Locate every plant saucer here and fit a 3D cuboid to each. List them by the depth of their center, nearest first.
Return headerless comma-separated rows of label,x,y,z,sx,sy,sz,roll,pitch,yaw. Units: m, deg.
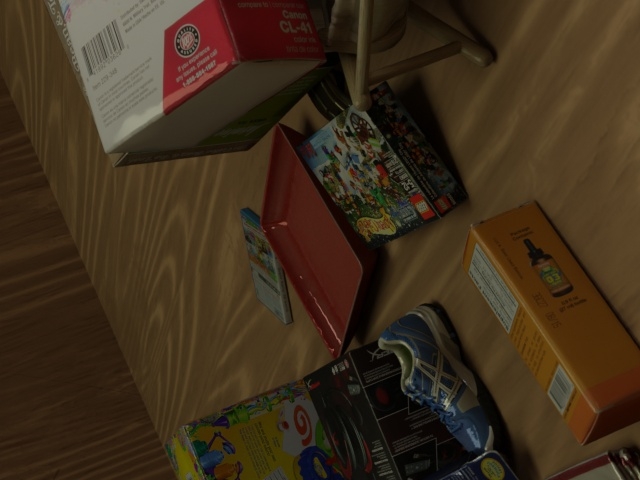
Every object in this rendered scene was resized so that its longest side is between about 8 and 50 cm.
plant saucer,0.000,0.000,1.906,0.258,0.048,0.259,60,158,27

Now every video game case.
video game case,-0.088,0.041,2.220,0.119,0.015,0.166,38,143,57

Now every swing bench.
swing bench,0.050,-0.311,1.312,0.254,0.165,0.253,56,157,34

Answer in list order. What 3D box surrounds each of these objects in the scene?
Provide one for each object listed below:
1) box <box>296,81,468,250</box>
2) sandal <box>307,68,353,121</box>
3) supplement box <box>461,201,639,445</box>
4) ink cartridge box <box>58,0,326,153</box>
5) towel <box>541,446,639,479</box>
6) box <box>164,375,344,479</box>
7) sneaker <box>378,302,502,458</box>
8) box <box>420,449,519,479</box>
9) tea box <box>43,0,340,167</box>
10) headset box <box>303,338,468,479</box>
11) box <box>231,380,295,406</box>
box,0.066,-0.081,1.604,0.159,0.044,0.233,55,160,-2
sandal,0.032,-0.170,1.674,0.180,0.049,0.072,49,161,14
supplement box,0.228,0.077,1.337,0.233,0.078,0.080,60,161,27
ink cartridge box,-0.150,-0.267,1.362,0.226,0.131,0.306,-27,76,43
towel,0.333,0.382,1.413,0.237,0.037,0.329,123,127,-68
box,-0.034,0.364,1.993,0.290,0.279,0.177,67,160,11
sneaker,0.143,0.181,1.648,0.211,0.081,0.080,60,156,21
box,0.158,0.340,1.625,0.225,0.036,0.136,-34,96,26
tea box,-0.148,-0.310,1.610,0.323,0.220,0.329,-39,69,44
headset box,0.105,0.279,1.796,0.293,0.110,0.218,68,159,7
box,-0.037,0.407,2.271,0.148,0.121,0.311,32,137,61
